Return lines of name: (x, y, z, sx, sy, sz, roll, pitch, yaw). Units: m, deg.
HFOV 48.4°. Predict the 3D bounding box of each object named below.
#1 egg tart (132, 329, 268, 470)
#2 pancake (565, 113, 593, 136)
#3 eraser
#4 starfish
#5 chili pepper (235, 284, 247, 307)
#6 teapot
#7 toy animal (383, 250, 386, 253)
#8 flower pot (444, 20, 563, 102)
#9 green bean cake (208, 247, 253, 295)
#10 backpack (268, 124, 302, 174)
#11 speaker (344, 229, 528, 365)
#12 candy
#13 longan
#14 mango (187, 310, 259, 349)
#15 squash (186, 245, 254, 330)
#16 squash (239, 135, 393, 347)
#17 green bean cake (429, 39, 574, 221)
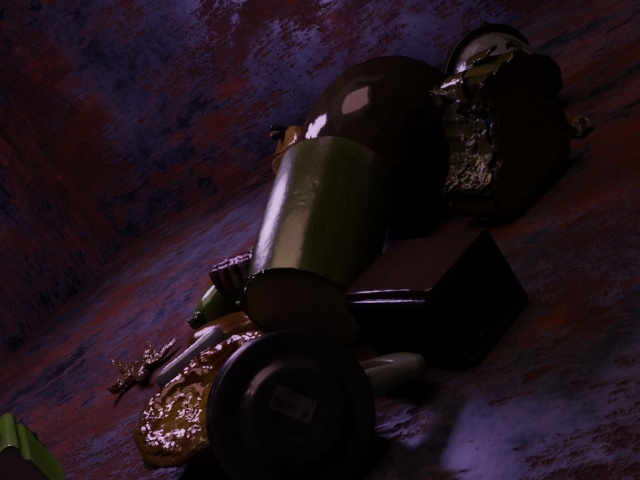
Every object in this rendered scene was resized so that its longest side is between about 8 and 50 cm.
egg tart: (-0.196, 0.317, 1.343, 0.341, 0.129, 0.341, -30, 18, 11)
pancake: (0.476, -0.228, 1.733, 0.377, 0.054, 0.197, -23, 20, 39)
eraser: (-0.647, 0.499, 1.562, 0.092, 0.210, 0.274, -40, 19, -19)
starfish: (-0.503, 0.343, 1.992, 0.236, 0.062, 0.277, -42, 16, -28)
chili pepper: (-0.099, 0.121, 1.765, 0.271, 0.099, 0.136, -24, 20, 28)
teapot: (-0.037, 0.233, 1.098, 0.321, 0.239, 0.239, -46, 6, -20)
toy animal: (0.068, 0.067, 1.637, 0.179, 0.089, 0.188, -24, 18, 45)
flower pot: (0.510, -0.432, 1.942, 0.290, 0.290, 0.259, -34, 29, 1)
green bean cake: (-0.159, 0.062, 1.960, 0.199, 0.097, 0.233, -20, 3, 37)
backpack: (-0.018, -0.303, 2.502, 0.354, 0.201, 0.378, -7, -6, -24)
speaker: (0.186, 0.094, 1.188, 0.192, 0.153, 0.231, -44, 18, -29)
candy: (-0.253, 0.285, 1.532, 0.174, 0.138, 0.071, -39, 31, -17)
longan: (0.157, -0.237, 1.745, 0.436, 0.404, 0.404, -46, 13, 15)
mango: (-0.209, 0.224, 1.698, 0.228, 0.099, 0.136, -27, 11, -3)
squash: (-0.234, 0.117, 2.036, 0.107, 0.107, 0.395, -16, 23, 48)
squash: (0.000, 0.000, 1.458, 0.263, 0.263, 0.384, -22, 38, 36)
green bean cake: (0.344, -0.222, 1.510, 0.285, 0.309, 0.202, -39, 18, -23)
